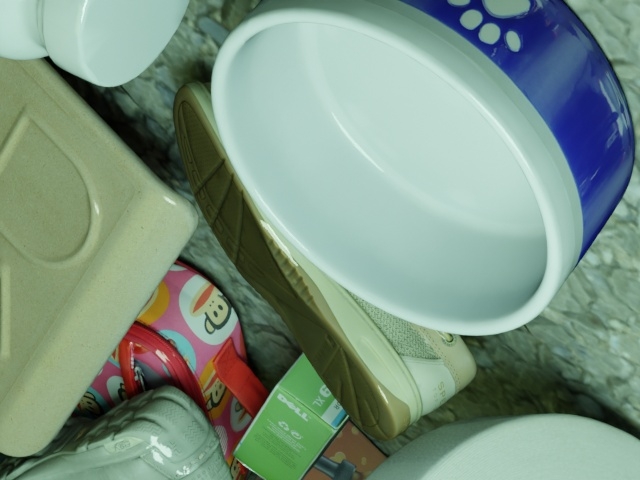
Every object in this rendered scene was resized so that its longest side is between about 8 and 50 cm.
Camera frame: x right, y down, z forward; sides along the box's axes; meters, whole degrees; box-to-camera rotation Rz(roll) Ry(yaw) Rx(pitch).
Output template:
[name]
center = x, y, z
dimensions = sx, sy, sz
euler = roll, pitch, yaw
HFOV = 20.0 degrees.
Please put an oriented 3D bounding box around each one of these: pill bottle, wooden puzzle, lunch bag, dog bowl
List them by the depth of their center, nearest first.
[dog bowl]
center = 0.064, -0.069, 1.170
dimensions = 0.265, 0.104, 0.265
euler = 28, 147, 20
[pill bottle]
center = -0.232, -0.220, 1.253
dimensions = 0.278, 0.162, 0.162
euler = 28, 147, 21
[wooden puzzle]
center = -0.284, -0.037, 1.510
dimensions = 0.348, 0.080, 0.322
euler = 43, 124, 10
[lunch bag]
center = -0.155, 0.129, 1.657
dimensions = 0.258, 0.120, 0.293
euler = 20, 144, 25

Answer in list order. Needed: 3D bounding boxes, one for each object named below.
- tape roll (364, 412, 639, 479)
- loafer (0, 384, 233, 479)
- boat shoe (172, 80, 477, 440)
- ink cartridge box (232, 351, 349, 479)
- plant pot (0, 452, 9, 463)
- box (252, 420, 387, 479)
[tape roll]
center = 0.151, 0.315, 1.284
dimensions = 0.392, 0.392, 0.072
euler = 53, 148, -18
[loafer]
center = -0.192, 0.211, 1.580
dimensions = 0.319, 0.112, 0.111
euler = -19, 111, 52
[boat shoe]
center = 0.000, 0.000, 1.340
dimensions = 0.302, 0.098, 0.109
euler = 54, 158, 10
[ink cartridge box]
center = 0.005, 0.116, 1.462
dimensions = 0.062, 0.109, 0.209
euler = 38, 149, 5
[plant pot]
center = -0.224, 0.337, 1.819
dimensions = 0.252, 0.247, 0.248
euler = -6, 104, 10
[box]
center = 0.018, 0.257, 1.603
dimensions = 0.170, 0.130, 0.091
euler = 45, 149, -7
